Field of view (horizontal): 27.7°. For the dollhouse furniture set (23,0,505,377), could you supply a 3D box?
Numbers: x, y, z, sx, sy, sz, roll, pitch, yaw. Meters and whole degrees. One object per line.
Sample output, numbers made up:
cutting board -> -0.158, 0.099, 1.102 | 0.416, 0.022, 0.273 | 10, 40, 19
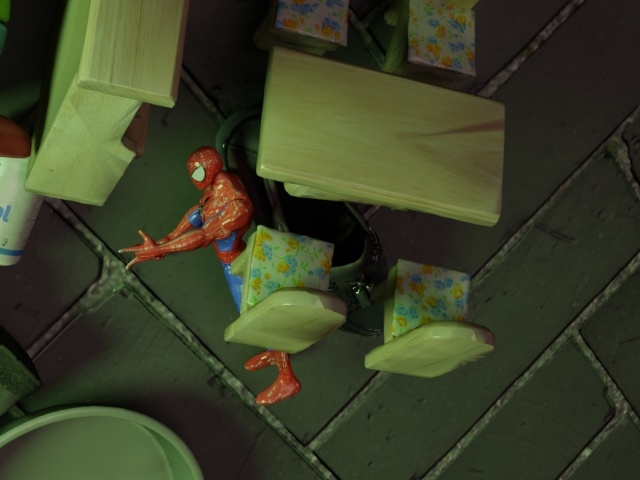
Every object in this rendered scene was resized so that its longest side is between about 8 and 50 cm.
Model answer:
dollhouse furniture set -> -0.014, -0.115, 1.053 | 0.394, 0.256, 0.362 | 11, 70, -18

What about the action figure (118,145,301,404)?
action figure -> -0.112, 0.040, 1.240 | 0.139, 0.091, 0.280 | -16, 124, -9

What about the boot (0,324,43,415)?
boot -> -0.370, 0.100, 1.127 | 0.161, 0.083, 0.246 | -38, 122, -5

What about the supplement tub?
supplement tub -> -0.278, -0.039, 1.129 | 0.071, 0.071, 0.107 | 17, 99, -34

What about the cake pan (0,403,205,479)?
cake pan -> -0.254, 0.287, 1.279 | 0.293, 0.054, 0.293 | -11, 114, -27

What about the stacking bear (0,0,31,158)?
stacking bear -> -0.307, -0.218, 0.990 | 0.175, 0.164, 0.289 | 9, 94, 12

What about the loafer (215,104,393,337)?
loafer -> 0.000, 0.000, 1.290 | 0.109, 0.095, 0.302 | -41, 124, -10
